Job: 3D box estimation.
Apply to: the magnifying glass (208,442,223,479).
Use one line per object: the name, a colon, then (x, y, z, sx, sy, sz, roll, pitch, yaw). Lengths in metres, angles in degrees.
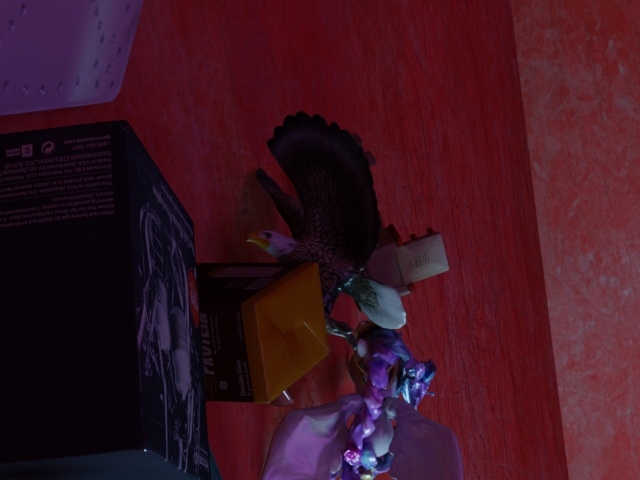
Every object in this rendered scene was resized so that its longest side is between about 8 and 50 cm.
magnifying glass: (-0.161, 0.301, 1.853, 0.092, 0.026, 0.231, -22, 107, -64)

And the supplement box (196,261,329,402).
supplement box: (-0.120, 0.114, 1.753, 0.191, 0.194, 0.129, -33, 118, -61)

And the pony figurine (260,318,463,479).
pony figurine: (0.076, 0.289, 2.124, 0.363, 0.303, 0.351, 80, 15, -73)

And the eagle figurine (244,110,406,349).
eagle figurine: (-0.007, -0.004, 1.933, 0.225, 0.226, 0.298, 42, 44, -50)

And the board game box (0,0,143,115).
board game box: (-0.270, -0.328, 1.429, 0.390, 0.050, 0.390, -27, 136, -71)

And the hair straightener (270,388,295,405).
hair straightener: (-0.094, 0.150, 2.001, 0.230, 0.047, 0.089, 54, 33, -42)

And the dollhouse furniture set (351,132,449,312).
dollhouse furniture set: (0.095, -0.014, 2.167, 0.259, 0.135, 0.262, -119, -169, -59)

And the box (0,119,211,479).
box: (-0.231, 0.089, 1.372, 0.343, 0.179, 0.312, 69, 15, -74)
